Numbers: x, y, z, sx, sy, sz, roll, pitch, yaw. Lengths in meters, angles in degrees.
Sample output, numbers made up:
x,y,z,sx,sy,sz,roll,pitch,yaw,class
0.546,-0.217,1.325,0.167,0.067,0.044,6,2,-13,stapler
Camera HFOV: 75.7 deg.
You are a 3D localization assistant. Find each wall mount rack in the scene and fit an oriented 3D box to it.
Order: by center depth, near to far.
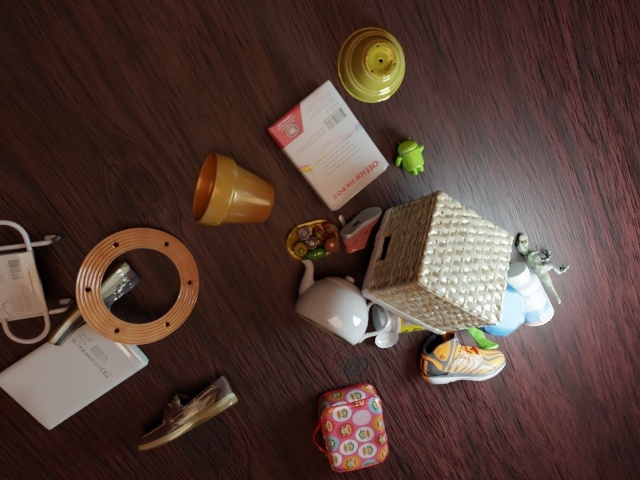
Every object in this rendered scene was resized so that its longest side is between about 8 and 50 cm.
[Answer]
x,y,z,sx,sy,sz,roll,pitch,yaw,class
-0.873,0.112,1.134,0.305,0.130,0.349,-7,104,-14,wall mount rack

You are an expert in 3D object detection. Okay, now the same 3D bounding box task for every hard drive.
x,y,z,sx,sy,sz,roll,pitch,yaw,class
-0.752,0.391,1.260,0.353,0.047,0.232,-34,108,-3,hard drive

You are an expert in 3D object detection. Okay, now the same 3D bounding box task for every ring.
x,y,z,sx,sy,sz,roll,pitch,yaw,class
-0.517,0.130,1.192,0.337,0.032,0.335,1,88,-38,ring

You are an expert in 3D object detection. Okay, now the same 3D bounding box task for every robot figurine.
x,y,z,sx,sy,sz,roll,pitch,yaw,class
0.289,-0.269,1.320,0.101,0.067,0.115,-29,107,-10,robot figurine

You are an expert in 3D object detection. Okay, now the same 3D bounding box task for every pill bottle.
x,y,z,sx,sy,sz,roll,pitch,yaw,class
0.291,0.255,1.415,0.209,0.119,0.119,-6,104,-10,pill bottle
0.742,0.191,1.495,0.124,0.124,0.221,-34,107,-3,pill bottle

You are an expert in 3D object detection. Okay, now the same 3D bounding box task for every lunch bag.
x,y,z,sx,sy,sz,roll,pitch,yaw,class
0.098,0.674,1.469,0.259,0.120,0.292,-11,105,-9,lunch bag

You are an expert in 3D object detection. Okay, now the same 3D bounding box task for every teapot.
x,y,z,sx,sy,sz,roll,pitch,yaw,class
0.058,0.201,1.304,0.187,0.253,0.256,-58,139,-14,teapot

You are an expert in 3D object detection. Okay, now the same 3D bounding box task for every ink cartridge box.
x,y,z,sx,sy,sz,roll,pitch,yaw,class
0.016,-0.275,1.227,0.226,0.131,0.306,-39,109,-2,ink cartridge box

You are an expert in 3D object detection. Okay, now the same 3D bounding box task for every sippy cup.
x,y,z,sx,sy,sz,roll,pitch,yaw,class
0.563,0.209,1.408,0.240,0.224,0.305,-44,108,1,sippy cup

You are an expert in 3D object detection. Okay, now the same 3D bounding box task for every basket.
x,y,z,sx,sy,sz,roll,pitch,yaw,class
0.352,0.070,1.249,0.332,0.266,0.328,28,65,-17,basket

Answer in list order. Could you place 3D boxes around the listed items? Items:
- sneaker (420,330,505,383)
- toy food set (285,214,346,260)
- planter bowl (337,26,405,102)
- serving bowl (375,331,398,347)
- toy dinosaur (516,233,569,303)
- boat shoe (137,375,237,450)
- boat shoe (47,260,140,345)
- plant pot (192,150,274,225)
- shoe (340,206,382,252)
x,y,z,sx,sy,sz,roll,pitch,yaw,class
0.521,0.406,1.496,0.322,0.124,0.179,-9,105,-10,sneaker
0.000,0.000,1.318,0.218,0.071,0.128,-17,106,-8,toy food set
0.166,-0.527,1.223,0.218,0.090,0.216,-3,103,-11,planter bowl
0.231,0.341,1.465,0.084,0.027,0.083,-5,120,-9,serving bowl
0.811,0.091,1.486,0.118,0.064,0.268,-20,70,-18,toy dinosaur
-0.445,0.556,1.342,0.342,0.123,0.123,-29,77,1,boat shoe
-0.637,0.189,1.175,0.092,0.103,0.285,49,60,-25,boat shoe
-0.242,-0.130,1.182,0.188,0.205,0.204,13,100,-30,plant pot
0.137,-0.034,1.336,0.178,0.064,0.081,-38,131,-27,shoe
